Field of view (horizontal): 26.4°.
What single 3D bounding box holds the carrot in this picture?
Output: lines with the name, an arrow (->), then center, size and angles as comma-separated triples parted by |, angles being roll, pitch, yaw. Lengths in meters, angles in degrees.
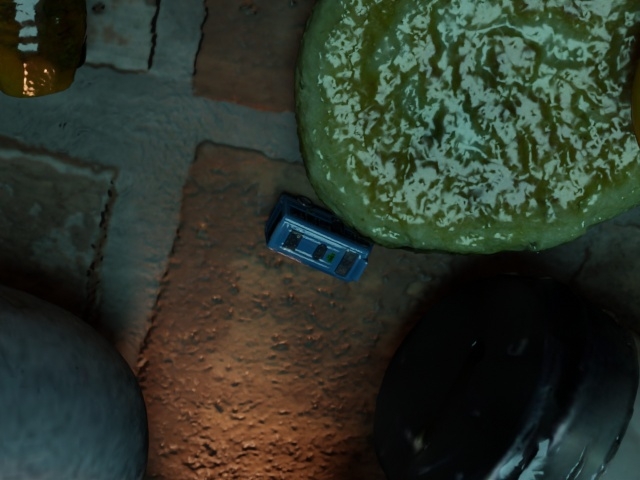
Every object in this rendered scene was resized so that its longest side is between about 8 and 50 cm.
carrot -> -0.202, -0.185, 0.927 | 0.082, 0.082, 0.173 | -4, 119, -1

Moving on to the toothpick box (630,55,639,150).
toothpick box -> 0.355, -0.073, 0.940 | 0.271, 0.175, 0.175 | 19, 119, -42

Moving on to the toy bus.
toy bus -> 0.000, 0.000, 1.061 | 0.083, 0.046, 0.038 | 24, 115, -15

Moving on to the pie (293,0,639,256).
pie -> 0.133, -0.127, 0.989 | 0.323, 0.070, 0.323 | -1, 116, -3

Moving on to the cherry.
cherry -> -0.273, 0.153, 1.034 | 0.296, 0.218, 0.255 | 0, 106, -21

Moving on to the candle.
candle -> 0.225, 0.184, 1.084 | 0.342, 0.221, 0.221 | 32, 113, -23
